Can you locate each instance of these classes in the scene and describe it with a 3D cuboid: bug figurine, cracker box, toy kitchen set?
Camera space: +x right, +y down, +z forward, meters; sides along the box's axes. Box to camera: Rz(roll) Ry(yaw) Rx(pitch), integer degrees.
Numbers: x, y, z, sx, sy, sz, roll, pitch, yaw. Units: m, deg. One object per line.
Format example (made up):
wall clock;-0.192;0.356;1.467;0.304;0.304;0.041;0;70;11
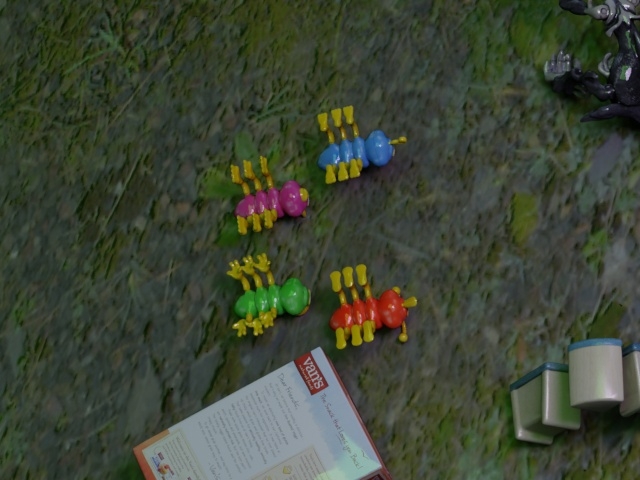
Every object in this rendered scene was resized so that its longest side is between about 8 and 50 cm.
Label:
bug figurine;0.000;0.000;2.110;0.216;0.072;0.279;-10;68;17
cracker box;-0.061;0.238;2.018;0.232;0.067;0.156;-29;62;2
toy kitchen set;0.323;0.142;1.963;0.207;0.166;0.122;11;64;-20

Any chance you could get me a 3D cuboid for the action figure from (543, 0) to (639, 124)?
action figure;0.326;-0.224;2.094;0.164;0.141;0.276;-20;88;-3
